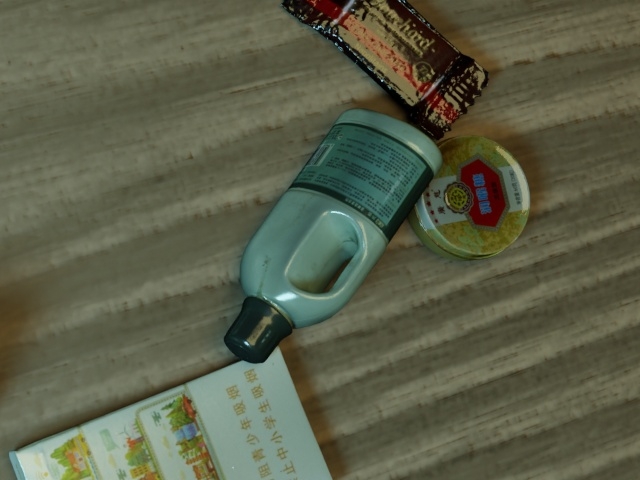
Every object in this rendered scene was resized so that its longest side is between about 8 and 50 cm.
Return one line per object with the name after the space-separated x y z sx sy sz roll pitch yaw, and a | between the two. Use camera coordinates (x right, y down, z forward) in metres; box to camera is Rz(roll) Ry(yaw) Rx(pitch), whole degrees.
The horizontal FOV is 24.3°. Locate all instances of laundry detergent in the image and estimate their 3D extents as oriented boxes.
0.000 0.000 1.159 0.099 0.070 0.225 25 65 23 | laundry detergent

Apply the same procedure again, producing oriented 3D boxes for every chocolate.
0.057 -0.168 1.251 0.182 0.028 0.086 39 75 -9 | chocolate

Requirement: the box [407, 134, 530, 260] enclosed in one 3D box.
0.122 -0.035 1.243 0.106 0.037 0.105 5 77 -21 | box

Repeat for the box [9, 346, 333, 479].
-0.107 0.173 1.110 0.220 0.032 0.122 -20 88 -25 | box
